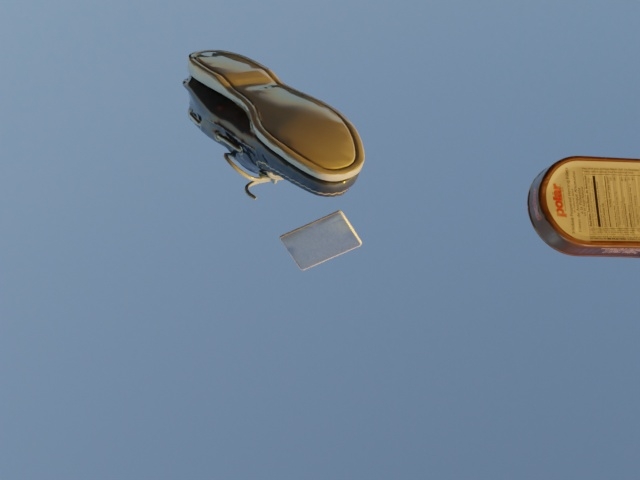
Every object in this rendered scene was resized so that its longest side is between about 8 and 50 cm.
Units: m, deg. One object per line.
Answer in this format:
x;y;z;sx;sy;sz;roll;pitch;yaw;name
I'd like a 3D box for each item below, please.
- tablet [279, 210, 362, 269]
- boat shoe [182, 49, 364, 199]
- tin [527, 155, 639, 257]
0.000;0.000;1.511;0.083;0.054;0.006;-24;-151;19;tablet
-0.051;-0.097;1.203;0.095;0.079;0.254;-15;-143;-37;boat shoe
0.314;-0.038;1.390;0.190;0.040;0.106;1;-110;-14;tin
